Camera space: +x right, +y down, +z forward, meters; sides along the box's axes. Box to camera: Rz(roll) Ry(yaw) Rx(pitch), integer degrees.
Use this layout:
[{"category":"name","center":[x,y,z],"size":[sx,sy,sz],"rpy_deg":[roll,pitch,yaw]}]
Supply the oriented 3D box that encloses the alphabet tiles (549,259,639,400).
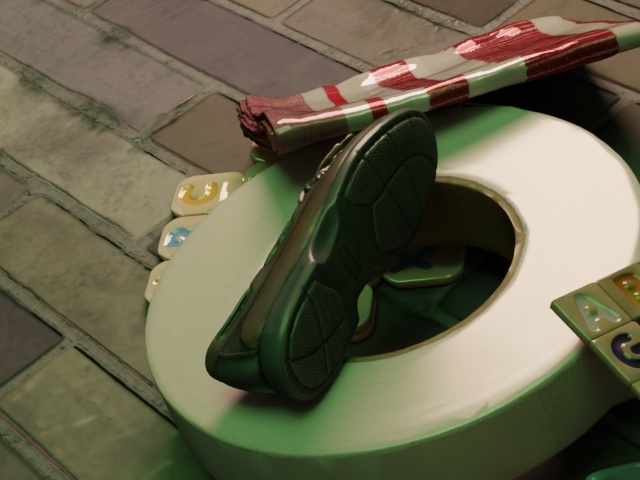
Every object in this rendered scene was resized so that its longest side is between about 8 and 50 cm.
[{"category":"alphabet tiles","center":[0.301,0.065,1.053],"size":[0.237,0.009,0.198],"rpy_deg":[-23,54,-29]}]

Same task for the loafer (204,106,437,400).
[{"category":"loafer","center":[0.000,0.000,1.148],"size":[0.084,0.096,0.267],"rpy_deg":[-2,42,35]}]

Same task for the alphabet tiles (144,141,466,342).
[{"category":"alphabet tiles","center":[-0.009,-0.015,1.384],"size":[0.277,0.021,0.284],"rpy_deg":[-5,42,15]}]

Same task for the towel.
[{"category":"towel","center":[0.096,-0.141,1.377],"size":[0.329,0.037,0.237],"rpy_deg":[-17,11,-8]}]

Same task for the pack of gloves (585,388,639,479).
[{"category":"pack of gloves","center":[0.278,0.121,1.121],"size":[0.232,0.046,0.195],"rpy_deg":[-18,51,4]}]

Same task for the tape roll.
[{"category":"tape roll","center":[0.059,0.039,1.201],"size":[0.392,0.072,0.392],"rpy_deg":[-14,36,11]}]
